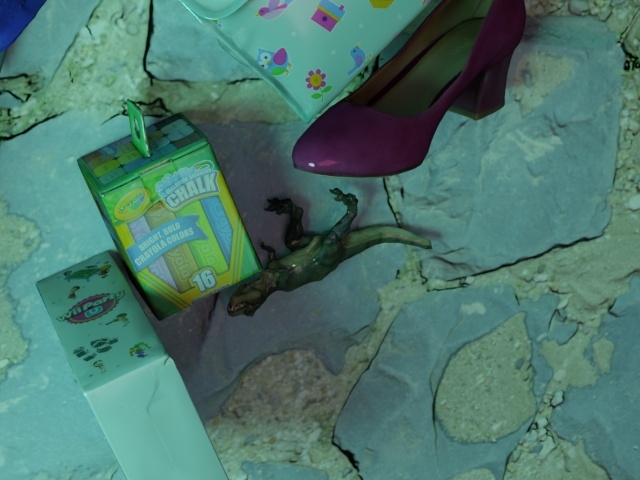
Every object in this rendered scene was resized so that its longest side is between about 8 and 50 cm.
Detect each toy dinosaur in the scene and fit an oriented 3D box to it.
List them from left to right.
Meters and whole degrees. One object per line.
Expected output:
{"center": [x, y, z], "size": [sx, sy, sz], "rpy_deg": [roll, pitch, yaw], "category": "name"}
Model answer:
{"center": [0.000, 0.000, 1.605], "size": [0.268, 0.064, 0.118], "rpy_deg": [-20, 121, -15], "category": "toy dinosaur"}

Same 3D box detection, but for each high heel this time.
{"center": [0.094, -0.191, 1.470], "size": [0.377, 0.127, 0.181], "rpy_deg": [-33, 133, -49], "category": "high heel"}

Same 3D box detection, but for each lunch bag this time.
{"center": [-0.036, -0.293, 1.424], "size": [0.223, 0.160, 0.262], "rpy_deg": [-44, 115, 7], "category": "lunch bag"}

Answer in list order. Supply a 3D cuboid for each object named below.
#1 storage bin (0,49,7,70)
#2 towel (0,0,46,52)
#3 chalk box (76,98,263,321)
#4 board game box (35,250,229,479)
{"center": [-0.371, -0.206, 1.375], "size": [0.135, 0.098, 0.091], "rpy_deg": [6, 117, -22], "category": "storage bin"}
{"center": [-0.338, -0.353, 1.253], "size": [0.228, 0.076, 0.308], "rpy_deg": [-54, 127, -16], "category": "towel"}
{"center": [-0.173, -0.048, 1.480], "size": [0.132, 0.132, 0.213], "rpy_deg": [-27, 115, -10], "category": "chalk box"}
{"center": [-0.195, 0.169, 1.452], "size": [0.097, 0.303, 0.224], "rpy_deg": [-25, 115, -10], "category": "board game box"}
